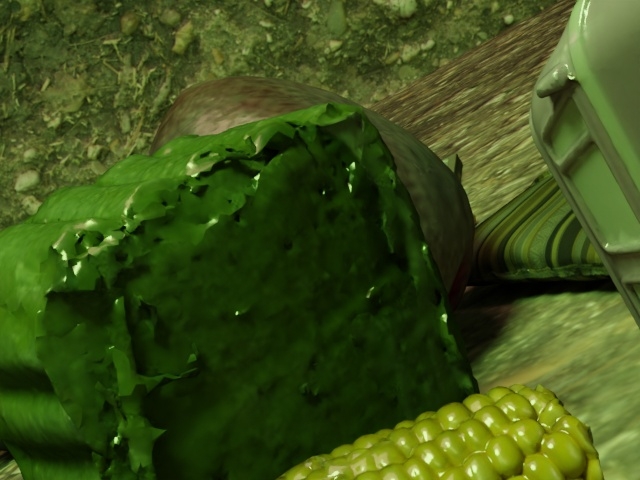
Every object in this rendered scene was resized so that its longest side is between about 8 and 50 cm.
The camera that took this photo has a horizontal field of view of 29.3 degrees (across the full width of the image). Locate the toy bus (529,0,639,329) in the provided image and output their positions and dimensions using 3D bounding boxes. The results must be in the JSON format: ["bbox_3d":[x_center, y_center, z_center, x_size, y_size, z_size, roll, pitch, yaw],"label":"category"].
[{"bbox_3d":[0.172,-0.026,0.414,0.142,0.202,0.142,-35,9,-33],"label":"toy bus"}]

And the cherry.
[{"bbox_3d":[0.000,0.000,0.780,0.183,0.266,0.213,-42,-11,0],"label":"cherry"}]

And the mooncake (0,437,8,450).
[{"bbox_3d":[-0.307,0.114,1.181,0.168,0.175,0.104,-16,5,-23],"label":"mooncake"}]

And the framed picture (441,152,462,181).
[{"bbox_3d":[0.083,-0.039,1.320,0.150,0.015,0.203,-27,9,14],"label":"framed picture"}]

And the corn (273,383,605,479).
[{"bbox_3d":[-0.038,0.149,0.430,0.310,0.101,0.101,-27,9,2],"label":"corn"}]

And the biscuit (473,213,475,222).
[{"bbox_3d":[0.044,0.009,1.152,0.250,0.035,0.162,-22,7,45],"label":"biscuit"}]

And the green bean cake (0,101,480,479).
[{"bbox_3d":[-0.037,0.059,0.556,0.200,0.214,0.113,-32,15,-31],"label":"green bean cake"}]

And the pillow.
[{"bbox_3d":[0.198,-0.033,0.833,0.208,0.052,0.212,-37,11,-25],"label":"pillow"}]
